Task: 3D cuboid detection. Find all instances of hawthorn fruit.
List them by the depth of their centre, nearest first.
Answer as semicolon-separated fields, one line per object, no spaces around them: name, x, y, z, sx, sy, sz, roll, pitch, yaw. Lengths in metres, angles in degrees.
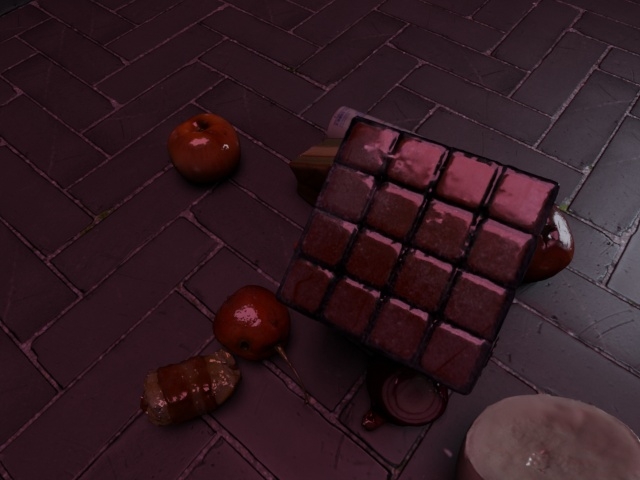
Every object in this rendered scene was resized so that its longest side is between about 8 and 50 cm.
hawthorn fruit;-0.103;0.221;0.966;0.285;0.165;0.165;39;66;17
hawthorn fruit;0.483;-0.001;1.048;0.215;0.250;0.216;0;83;3

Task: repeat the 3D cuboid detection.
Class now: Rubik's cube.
Rubik's cube;0.174;0.028;0.813;0.343;0.337;0.345;26;90;18

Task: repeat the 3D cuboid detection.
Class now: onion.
onion;0.159;0.310;0.924;0.173;0.135;0.198;45;106;4

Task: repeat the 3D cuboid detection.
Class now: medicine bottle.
medicine bottle;0.193;-0.272;1.283;0.340;0.130;0.130;26;61;17

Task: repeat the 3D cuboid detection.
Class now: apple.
apple;-0.334;-0.265;1.270;0.209;0.164;0.210;-1;54;1

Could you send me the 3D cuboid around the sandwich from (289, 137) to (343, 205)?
sandwich;0.027;-0.197;1.180;0.155;0.227;0.198;-40;65;-22

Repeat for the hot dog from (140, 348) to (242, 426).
hot dog;-0.271;0.313;0.939;0.213;0.103;0.146;-9;36;-16

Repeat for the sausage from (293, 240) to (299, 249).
sausage;0.000;-0.001;1.169;0.147;0.035;0.030;-15;90;-11

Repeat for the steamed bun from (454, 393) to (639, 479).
steamed bun;0.393;0.428;0.747;0.324;0.207;0.324;-10;18;3
